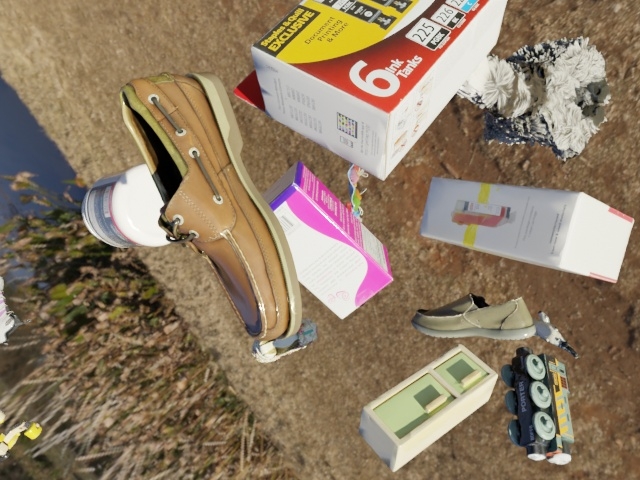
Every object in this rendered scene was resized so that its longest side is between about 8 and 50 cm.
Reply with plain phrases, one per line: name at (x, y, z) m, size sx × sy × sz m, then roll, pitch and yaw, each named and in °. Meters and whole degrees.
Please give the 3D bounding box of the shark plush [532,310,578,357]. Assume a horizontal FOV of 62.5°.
shark plush at (0.623, 0.248, 1.402) m, size 0.067 × 0.073 × 0.161 m, roll 30°, pitch 179°, yaw -35°

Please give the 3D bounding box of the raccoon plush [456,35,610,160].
raccoon plush at (0.357, -0.317, 1.073) m, size 0.299 × 0.446 × 0.216 m, roll 23°, pitch 95°, yaw 58°

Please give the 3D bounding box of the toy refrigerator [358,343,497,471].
toy refrigerator at (0.211, 0.313, 1.022) m, size 0.102 × 0.269 × 0.094 m, roll 41°, pitch 141°, yaw 39°

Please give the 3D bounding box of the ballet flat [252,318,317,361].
ballet flat at (-0.111, 0.260, 1.358) m, size 0.241 × 0.077 × 0.091 m, roll -32°, pitch 81°, yaw 34°

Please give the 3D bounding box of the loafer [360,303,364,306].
loafer at (0.090, 0.080, 1.300) m, size 0.062 × 0.061 × 0.170 m, roll 6°, pitch 117°, yaw 36°

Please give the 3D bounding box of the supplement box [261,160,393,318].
supplement box at (0.000, 0.000, 0.835) m, size 0.111 × 0.114 × 0.220 m, roll -39°, pitch 109°, yaw 19°

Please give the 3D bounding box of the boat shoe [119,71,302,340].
boat shoe at (-0.122, -0.029, 0.553) m, size 0.110 × 0.104 × 0.308 m, roll -36°, pitch 75°, yaw 51°

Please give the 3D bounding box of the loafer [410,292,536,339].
loafer at (0.304, 0.148, 1.073) m, size 0.251 × 0.094 × 0.088 m, roll -4°, pitch 90°, yaw 33°

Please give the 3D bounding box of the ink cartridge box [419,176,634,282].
ink cartridge box at (0.476, -0.033, 1.258) m, size 0.384 × 0.279 × 0.161 m, roll 18°, pitch 95°, yaw 51°

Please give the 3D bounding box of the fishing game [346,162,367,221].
fishing game at (0.073, -0.111, 1.019) m, size 0.041 × 0.264 × 0.189 m, roll -1°, pitch 138°, yaw 7°

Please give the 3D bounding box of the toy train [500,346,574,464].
toy train at (0.648, 0.481, 1.549) m, size 0.190 × 0.334 × 0.142 m, roll 23°, pitch 139°, yaw -18°

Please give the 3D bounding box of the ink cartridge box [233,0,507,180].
ink cartridge box at (0.061, -0.280, 0.720) m, size 0.271 × 0.309 × 0.130 m, roll 31°, pitch 157°, yaw 19°

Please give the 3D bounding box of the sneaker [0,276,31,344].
sneaker at (-0.461, 0.105, 0.777) m, size 0.069 × 0.098 × 0.038 m, roll 13°, pitch 168°, yaw -15°

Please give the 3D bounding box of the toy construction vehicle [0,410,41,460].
toy construction vehicle at (-0.375, 0.206, 0.587) m, size 0.098 × 0.035 × 0.086 m, roll -24°, pitch 120°, yaw 16°

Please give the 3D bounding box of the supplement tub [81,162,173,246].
supplement tub at (-0.451, -0.079, 1.282) m, size 0.272 × 0.191 × 0.191 m, roll -1°, pitch 119°, yaw 49°
